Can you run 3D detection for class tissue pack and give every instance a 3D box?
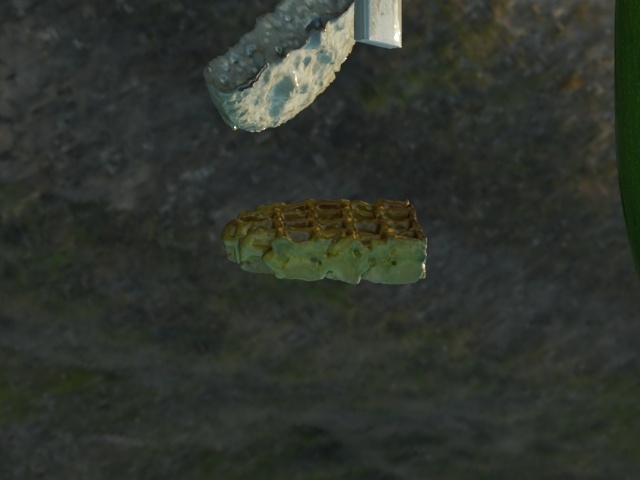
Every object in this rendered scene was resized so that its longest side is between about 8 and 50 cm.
[{"bbox_3d":[0.058,-0.249,1.466,0.023,0.108,0.056,-3,176,43],"label":"tissue pack"}]

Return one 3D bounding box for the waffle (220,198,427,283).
[{"bbox_3d":[0.000,0.000,1.550,0.210,0.160,0.055,0,107,-5],"label":"waffle"}]

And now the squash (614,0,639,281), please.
[{"bbox_3d":[0.194,-0.088,0.761,0.082,0.293,0.082,-2,-177,0],"label":"squash"}]

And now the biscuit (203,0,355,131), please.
[{"bbox_3d":[-0.027,-0.245,1.931,0.281,0.084,0.179,-46,154,-16],"label":"biscuit"}]
